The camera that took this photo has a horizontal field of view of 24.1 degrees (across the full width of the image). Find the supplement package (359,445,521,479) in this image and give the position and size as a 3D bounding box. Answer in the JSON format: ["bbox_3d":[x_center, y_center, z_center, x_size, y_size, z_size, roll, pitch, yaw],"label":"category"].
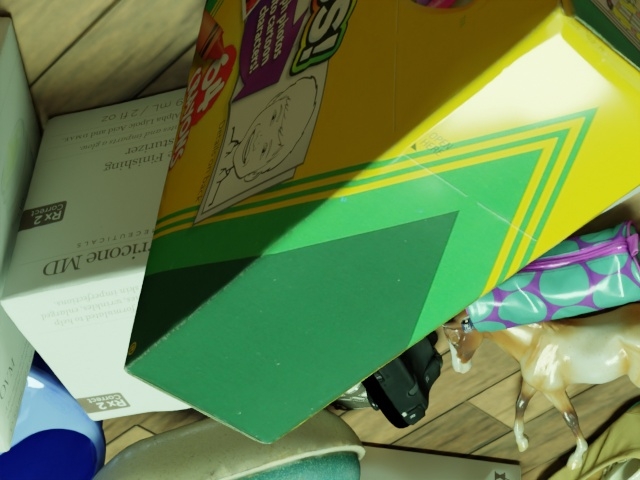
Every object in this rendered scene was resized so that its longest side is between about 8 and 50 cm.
[{"bbox_3d":[0.073,0.357,1.446,0.198,0.199,0.263,8,138,-2],"label":"supplement package"}]

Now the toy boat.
[{"bbox_3d":[-0.094,0.254,1.298,0.267,0.148,0.318,-13,159,-30],"label":"toy boat"}]

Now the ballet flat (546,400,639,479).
[{"bbox_3d":[0.259,0.233,1.388,0.080,0.073,0.232,14,137,-13],"label":"ballet flat"}]

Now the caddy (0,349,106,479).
[{"bbox_3d":[-0.336,0.153,1.277,0.341,0.179,0.241,-24,131,27],"label":"caddy"}]

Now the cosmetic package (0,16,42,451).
[{"bbox_3d":[-0.282,-0.005,1.064,0.138,0.224,0.225,0,138,6],"label":"cosmetic package"}]

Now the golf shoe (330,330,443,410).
[{"bbox_3d":[0.003,0.112,1.278,0.198,0.077,0.094,6,138,0],"label":"golf shoe"}]

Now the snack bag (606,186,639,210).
[{"bbox_3d":[0.159,-0.034,0.934,0.342,0.037,0.323,-22,171,-40],"label":"snack bag"}]

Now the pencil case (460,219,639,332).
[{"bbox_3d":[0.183,0.029,1.179,0.151,0.064,0.070,-13,149,18],"label":"pencil case"}]

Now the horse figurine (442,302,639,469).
[{"bbox_3d":[0.243,0.113,1.253,0.263,0.066,0.174,-5,120,22],"label":"horse figurine"}]

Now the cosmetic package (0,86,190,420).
[{"bbox_3d":[-0.118,0.009,1.094,0.151,0.184,0.151,-12,135,17],"label":"cosmetic package"}]

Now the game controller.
[{"bbox_3d":[0.000,0.000,1.088,0.067,0.166,0.319,-29,132,4],"label":"game controller"}]

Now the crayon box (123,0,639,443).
[{"bbox_3d":[0.046,-0.119,0.807,0.106,0.363,0.313,31,132,-23],"label":"crayon box"}]
